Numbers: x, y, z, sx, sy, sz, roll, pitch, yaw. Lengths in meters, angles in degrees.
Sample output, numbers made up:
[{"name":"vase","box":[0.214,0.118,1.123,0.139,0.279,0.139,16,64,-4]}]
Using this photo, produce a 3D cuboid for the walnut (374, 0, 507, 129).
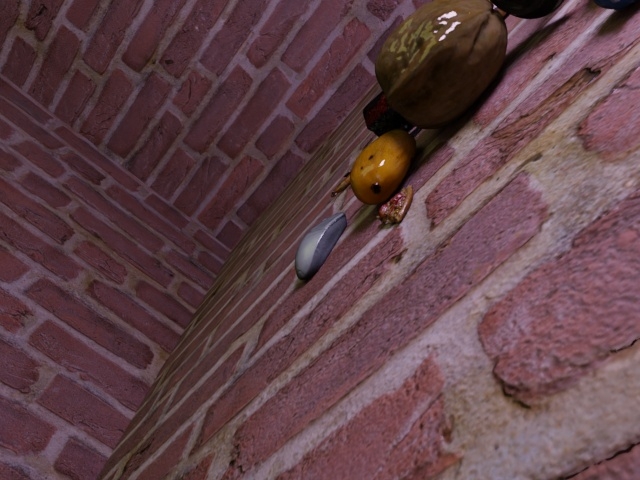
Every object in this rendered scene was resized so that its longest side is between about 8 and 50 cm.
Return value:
[{"name":"walnut","box":[0.249,-0.372,0.976,0.283,0.227,0.283,-43,3,3]}]

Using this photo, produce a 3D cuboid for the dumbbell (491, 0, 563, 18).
[{"name":"dumbbell","box":[0.428,-0.553,0.895,0.290,0.192,0.192,-47,12,-9]}]

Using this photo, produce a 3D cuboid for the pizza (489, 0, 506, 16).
[{"name":"pizza","box":[0.504,-0.683,1.289,0.306,0.085,0.161,-51,34,12]}]

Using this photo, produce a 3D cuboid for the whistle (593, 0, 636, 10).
[{"name":"whistle","box":[0.438,-0.389,0.680,0.158,0.090,0.090,-58,14,-28]}]

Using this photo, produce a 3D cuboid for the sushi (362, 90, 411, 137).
[{"name":"sushi","box":[0.231,-0.381,1.332,0.225,0.126,0.136,-32,20,41]}]

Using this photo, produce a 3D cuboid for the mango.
[{"name":"mango","box":[0.143,-0.180,1.082,0.157,0.108,0.262,-47,11,39]}]

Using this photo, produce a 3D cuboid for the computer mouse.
[{"name":"computer mouse","box":[-0.005,-0.002,1.198,0.113,0.068,0.229,-28,26,58]}]

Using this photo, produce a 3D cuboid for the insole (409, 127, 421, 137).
[{"name":"insole","box":[0.258,-0.292,1.236,0.188,0.004,0.064,-44,15,31]}]

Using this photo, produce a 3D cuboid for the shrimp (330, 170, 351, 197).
[{"name":"shrimp","box":[0.077,-0.189,1.545,0.127,0.025,0.091,-46,13,6]}]

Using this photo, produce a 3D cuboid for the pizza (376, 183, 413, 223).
[{"name":"pizza","box":[0.147,-0.064,0.920,0.100,0.029,0.099,-47,14,19]}]
